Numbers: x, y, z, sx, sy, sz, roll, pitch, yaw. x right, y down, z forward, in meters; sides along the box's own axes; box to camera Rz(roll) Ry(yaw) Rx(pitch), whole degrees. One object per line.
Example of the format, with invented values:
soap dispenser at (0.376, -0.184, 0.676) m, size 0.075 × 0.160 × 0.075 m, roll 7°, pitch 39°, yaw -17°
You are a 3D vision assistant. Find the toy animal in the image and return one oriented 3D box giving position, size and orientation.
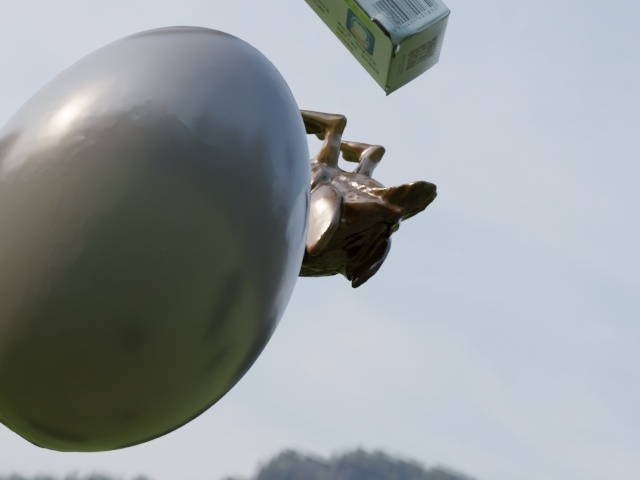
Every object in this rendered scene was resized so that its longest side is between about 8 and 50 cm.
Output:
toy animal at (0.000, 0.000, 1.242) m, size 0.089 × 0.179 × 0.188 m, roll 34°, pitch -21°, yaw -34°

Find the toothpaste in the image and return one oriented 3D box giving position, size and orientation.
toothpaste at (-0.021, -0.274, 1.509) m, size 0.336 × 0.067 × 0.081 m, roll 51°, pitch -21°, yaw 19°

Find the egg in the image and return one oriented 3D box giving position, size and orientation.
egg at (-0.096, -0.003, 0.914) m, size 0.176 × 0.231 × 0.176 m, roll 23°, pitch 19°, yaw -9°
